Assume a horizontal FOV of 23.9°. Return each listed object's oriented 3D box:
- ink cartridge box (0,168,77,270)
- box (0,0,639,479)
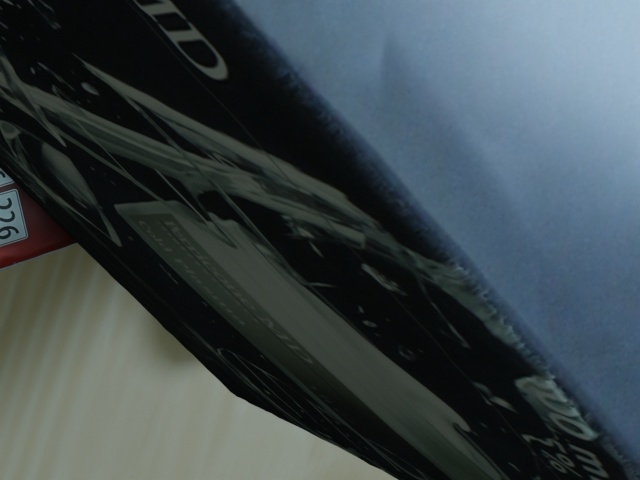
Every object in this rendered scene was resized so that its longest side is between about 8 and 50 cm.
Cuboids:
[{"bbox_3d":[-0.141,-0.173,0.902,0.272,0.130,0.309,-21,116,-25],"label":"ink cartridge box"},{"bbox_3d":[0.004,-0.136,0.616,0.297,0.472,0.480,-50,115,-15],"label":"box"}]
